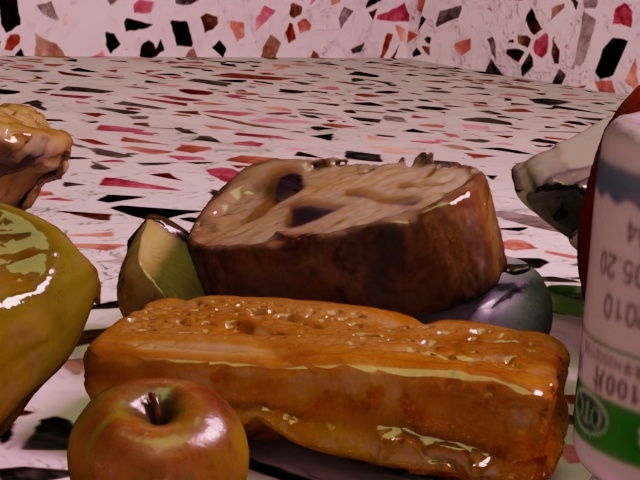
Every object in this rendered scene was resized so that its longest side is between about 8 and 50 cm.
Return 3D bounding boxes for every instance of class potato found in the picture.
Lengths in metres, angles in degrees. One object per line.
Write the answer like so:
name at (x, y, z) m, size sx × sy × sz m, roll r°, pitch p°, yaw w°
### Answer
potato at (-0.107, 0.043, 1.152) m, size 0.096 × 0.066 × 0.103 m, roll 36°, pitch 21°, yaw -3°

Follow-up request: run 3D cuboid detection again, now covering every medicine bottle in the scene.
medicine bottle at (0.173, 0.069, 0.699) m, size 0.139 × 0.236 × 0.139 m, roll 5°, pitch 11°, yaw -1°

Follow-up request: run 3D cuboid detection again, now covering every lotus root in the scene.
lotus root at (0.000, 0.000, 1.101) m, size 0.261 × 0.074 × 0.170 m, roll 5°, pitch 27°, yaw 42°

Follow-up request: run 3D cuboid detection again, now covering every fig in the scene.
fig at (-0.200, 0.045, 0.888) m, size 0.166 × 0.154 × 0.144 m, roll -38°, pitch 49°, yaw -19°

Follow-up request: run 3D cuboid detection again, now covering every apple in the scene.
apple at (-0.079, 0.108, 0.816) m, size 0.090 × 0.074 × 0.089 m, roll 4°, pitch 13°, yaw -1°

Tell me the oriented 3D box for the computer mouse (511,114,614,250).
computer mouse at (0.340, 0.000, 1.354) m, size 0.429 × 0.145 × 0.228 m, roll 0°, pitch 29°, yaw -34°

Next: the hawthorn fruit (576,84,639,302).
hawthorn fruit at (0.278, 0.002, 1.052) m, size 0.265 × 0.265 × 0.307 m, roll 0°, pitch 6°, yaw -24°

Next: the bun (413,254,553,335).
bun at (0.086, 0.061, 1.110) m, size 0.141 × 0.083 × 0.141 m, roll -9°, pitch 15°, yaw 2°

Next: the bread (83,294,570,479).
bread at (0.005, 0.087, 0.955) m, size 0.271 × 0.077 × 0.139 m, roll 6°, pitch 15°, yaw 12°

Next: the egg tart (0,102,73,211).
egg tart at (-0.319, -0.006, 1.032) m, size 0.352 × 0.150 × 0.352 m, roll -7°, pitch -2°, yaw 0°

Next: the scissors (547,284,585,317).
scissors at (0.252, 0.064, 1.308) m, size 0.101 × 0.027 × 0.204 m, roll 0°, pitch 10°, yaw -16°
